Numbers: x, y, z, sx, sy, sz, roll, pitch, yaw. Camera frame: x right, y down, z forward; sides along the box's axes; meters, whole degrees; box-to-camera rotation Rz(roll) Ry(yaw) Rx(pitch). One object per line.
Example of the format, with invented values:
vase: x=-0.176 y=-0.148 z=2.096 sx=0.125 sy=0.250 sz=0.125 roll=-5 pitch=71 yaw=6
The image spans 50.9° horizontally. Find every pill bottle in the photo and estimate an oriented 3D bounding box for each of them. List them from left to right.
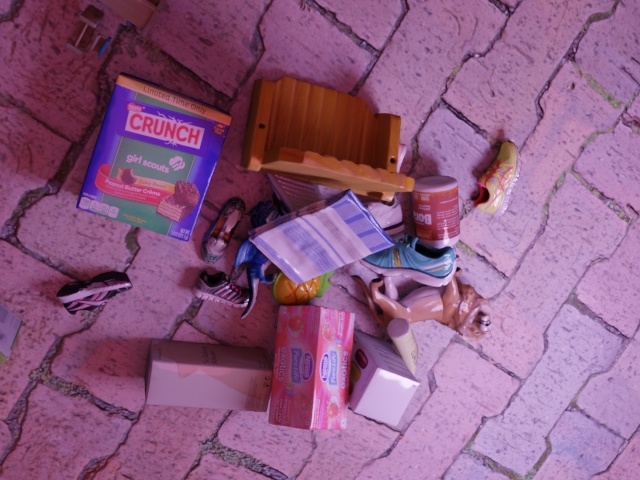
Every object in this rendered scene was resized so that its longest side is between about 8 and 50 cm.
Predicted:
pill bottle: x=0.306 y=-0.054 z=1.772 sx=0.121 sy=0.121 sz=0.216 roll=-11 pitch=109 yaw=-11

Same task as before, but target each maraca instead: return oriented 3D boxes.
maraca: x=-0.045 y=0.109 z=1.748 sx=0.185 sy=0.099 sz=0.127 roll=-5 pitch=119 yaw=-36

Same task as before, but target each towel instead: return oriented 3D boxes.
towel: x=0.000 y=0.000 z=1.561 sx=0.285 sy=0.034 sz=0.209 roll=-23 pitch=129 yaw=27

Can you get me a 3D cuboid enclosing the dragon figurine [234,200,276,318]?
dragon figurine: x=-0.169 y=0.040 z=1.687 sx=0.144 sy=0.085 sz=0.289 roll=30 pitch=92 yaw=-9

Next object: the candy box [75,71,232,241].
candy box: x=-0.380 y=-0.190 z=1.552 sx=0.268 sy=0.122 sz=0.317 roll=18 pitch=100 yaw=-18

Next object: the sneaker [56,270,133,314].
sneaker: x=-0.544 y=0.132 z=1.647 sx=0.178 sy=0.072 sz=0.077 roll=-12 pitch=121 yaw=-2

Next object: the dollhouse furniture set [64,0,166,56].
dollhouse furniture set: x=-0.440 y=-0.480 z=1.463 sx=0.129 sy=0.129 sz=0.184 roll=31 pitch=121 yaw=-21

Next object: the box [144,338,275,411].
box: x=-0.288 y=0.347 z=1.731 sx=0.311 sy=0.148 sz=0.121 roll=8 pitch=103 yaw=-18

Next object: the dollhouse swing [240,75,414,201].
dollhouse swing: x=0.034 y=-0.247 z=1.484 sx=0.346 sy=0.305 sz=0.315 roll=12 pitch=75 yaw=-17

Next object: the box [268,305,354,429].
box: x=-0.021 y=0.320 z=1.706 sx=0.154 sy=0.142 sz=0.300 roll=19 pitch=72 yaw=-50

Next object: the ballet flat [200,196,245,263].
ballet flat: x=-0.244 y=-0.020 z=1.671 sx=0.070 sy=0.070 sz=0.188 roll=22 pitch=100 yaw=-20

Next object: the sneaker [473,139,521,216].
sneaker: x=0.469 y=-0.167 z=1.803 sx=0.094 sy=0.081 sz=0.208 roll=8 pitch=105 yaw=-14

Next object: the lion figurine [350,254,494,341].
lion figurine: x=0.282 y=0.176 z=1.848 sx=0.392 sy=0.142 sz=0.240 roll=-3 pitch=117 yaw=1

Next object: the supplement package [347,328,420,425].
supplement package: x=0.138 y=0.357 z=1.790 sx=0.134 sy=0.244 sz=0.139 roll=23 pitch=99 yaw=-20

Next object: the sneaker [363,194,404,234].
sneaker: x=0.110 y=-0.050 z=1.730 sx=0.235 sy=0.090 sz=0.095 roll=-18 pitch=108 yaw=-32

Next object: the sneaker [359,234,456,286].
sneaker: x=0.216 y=0.030 z=1.739 sx=0.275 sy=0.107 sz=0.110 roll=11 pitch=125 yaw=15

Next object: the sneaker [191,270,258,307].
sneaker: x=-0.239 y=0.119 z=1.715 sx=0.170 sy=0.063 sz=0.075 roll=12 pitch=109 yaw=-13

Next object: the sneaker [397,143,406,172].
sneaker: x=0.169 y=-0.193 z=1.733 sx=0.070 sy=0.051 sz=0.134 roll=15 pitch=99 yaw=-17

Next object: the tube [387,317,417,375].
tube: x=0.237 y=0.289 z=1.829 sx=0.070 sy=0.062 sz=0.240 roll=-38 pitch=142 yaw=-8

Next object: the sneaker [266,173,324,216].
sneaker: x=-0.068 y=-0.139 z=1.659 sx=0.126 sy=0.127 sz=0.321 roll=-19 pitch=87 yaw=-14

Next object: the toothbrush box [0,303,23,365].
toothbrush box: x=-0.840 y=0.281 z=1.533 sx=0.283 sy=0.206 sz=0.122 roll=-41 pitch=113 yaw=0
